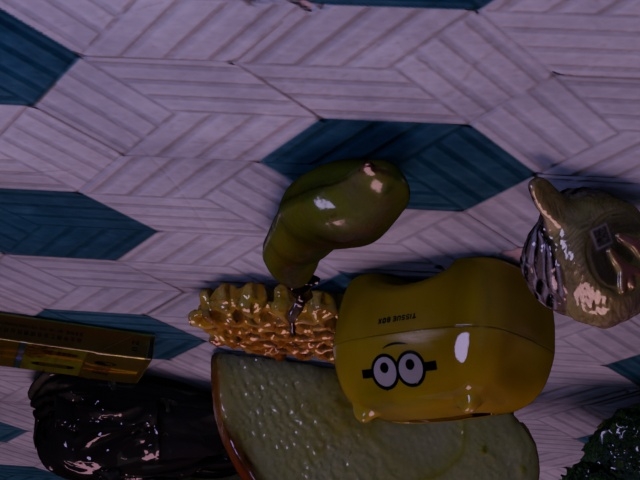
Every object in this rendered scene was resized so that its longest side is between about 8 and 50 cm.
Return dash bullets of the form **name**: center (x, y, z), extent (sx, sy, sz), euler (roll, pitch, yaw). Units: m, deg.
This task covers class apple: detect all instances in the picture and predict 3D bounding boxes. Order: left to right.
- **apple**: center (0.045, 0.216, 1.854), extent (0.346, 0.179, 0.254), euler (9, -162, -12)

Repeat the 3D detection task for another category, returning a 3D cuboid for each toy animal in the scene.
- **toy animal**: center (0.175, 0.002, 1.260), extent (0.137, 0.098, 0.098), euler (39, 150, -20)

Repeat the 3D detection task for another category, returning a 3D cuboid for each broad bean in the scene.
- **broad bean**: center (0.001, -0.008, 1.321), extent (0.075, 0.067, 0.325), euler (37, 161, -1)

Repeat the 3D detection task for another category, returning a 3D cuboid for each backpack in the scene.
- **backpack**: center (-0.193, 0.218, 1.994), extent (0.258, 0.133, 0.206), euler (3, 167, -16)

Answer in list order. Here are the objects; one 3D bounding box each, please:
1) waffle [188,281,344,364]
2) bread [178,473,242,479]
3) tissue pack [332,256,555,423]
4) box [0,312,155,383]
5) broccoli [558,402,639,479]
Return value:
- **waffle**: center (-0.026, 0.074, 1.614), extent (0.191, 0.038, 0.191), euler (5, 163, 2)
- **bread**: center (-0.103, 0.297, 2.114), extent (0.128, 0.088, 0.232), euler (-6, -173, 18)
- **tissue pack**: center (0.101, 0.090, 1.485), extent (0.178, 0.127, 0.123), euler (-10, 159, 41)
- **box**: center (-0.270, 0.107, 1.805), extent (0.193, 0.030, 0.121), euler (9, 162, -10)
- **broccoli**: center (0.355, 0.292, 1.847), extent (0.308, 0.307, 0.275), euler (6, -164, -1)
